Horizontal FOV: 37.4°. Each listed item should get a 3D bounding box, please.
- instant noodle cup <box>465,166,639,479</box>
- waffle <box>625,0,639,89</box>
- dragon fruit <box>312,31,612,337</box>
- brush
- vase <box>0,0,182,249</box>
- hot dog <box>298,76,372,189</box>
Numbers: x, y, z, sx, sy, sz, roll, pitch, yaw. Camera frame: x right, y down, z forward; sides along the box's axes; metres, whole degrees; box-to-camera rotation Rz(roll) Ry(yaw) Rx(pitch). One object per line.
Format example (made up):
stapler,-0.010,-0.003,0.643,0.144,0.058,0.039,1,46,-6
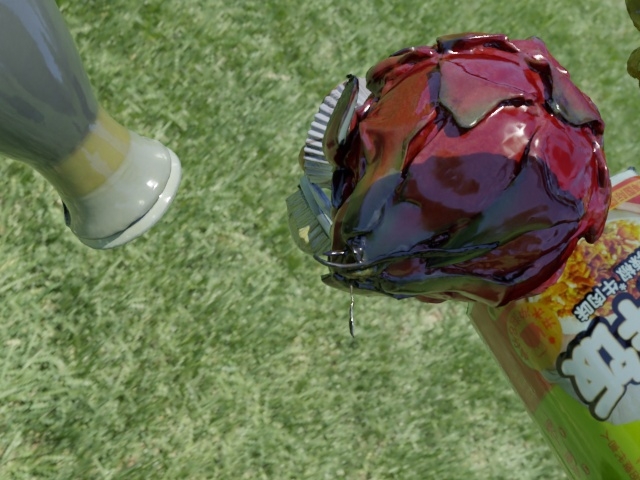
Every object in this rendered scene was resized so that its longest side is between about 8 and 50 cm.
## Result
instant noodle cup,0.302,0.121,0.868,0.294,0.294,0.308,-11,58,-46
waffle,0.282,-0.090,0.487,0.052,0.245,0.254,-61,145,-23
dragon fruit,0.100,-0.031,0.734,0.234,0.234,0.293,46,66,-8
brush,0.000,0.000,1.055,0.068,0.060,0.297,47,7,-23
vase,-0.246,-0.128,0.755,0.321,0.173,0.173,49,34,-44
hot dog,0.067,-0.115,1.078,0.075,0.144,0.268,30,19,26
